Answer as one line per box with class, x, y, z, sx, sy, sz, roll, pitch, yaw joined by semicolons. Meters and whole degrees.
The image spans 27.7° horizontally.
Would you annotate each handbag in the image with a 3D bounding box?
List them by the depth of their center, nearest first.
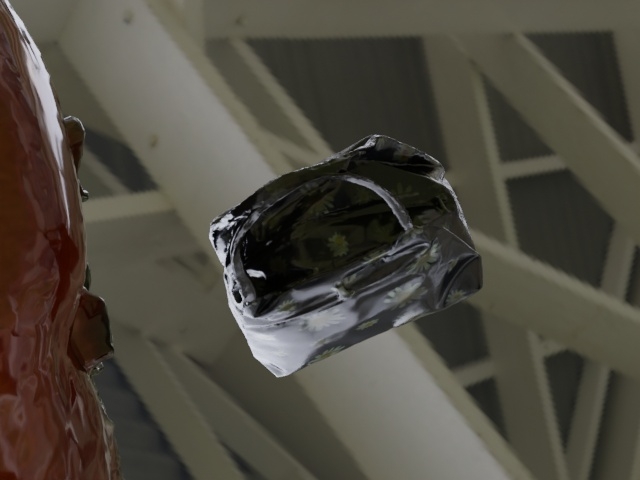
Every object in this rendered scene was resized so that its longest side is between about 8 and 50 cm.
handbag;0.000;0.000;0.544;0.139;0.115;0.072;39;-152;-71

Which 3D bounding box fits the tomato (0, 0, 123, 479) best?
tomato;-0.233;0.030;0.559;0.273;0.341;0.341;-8;-130;-16
